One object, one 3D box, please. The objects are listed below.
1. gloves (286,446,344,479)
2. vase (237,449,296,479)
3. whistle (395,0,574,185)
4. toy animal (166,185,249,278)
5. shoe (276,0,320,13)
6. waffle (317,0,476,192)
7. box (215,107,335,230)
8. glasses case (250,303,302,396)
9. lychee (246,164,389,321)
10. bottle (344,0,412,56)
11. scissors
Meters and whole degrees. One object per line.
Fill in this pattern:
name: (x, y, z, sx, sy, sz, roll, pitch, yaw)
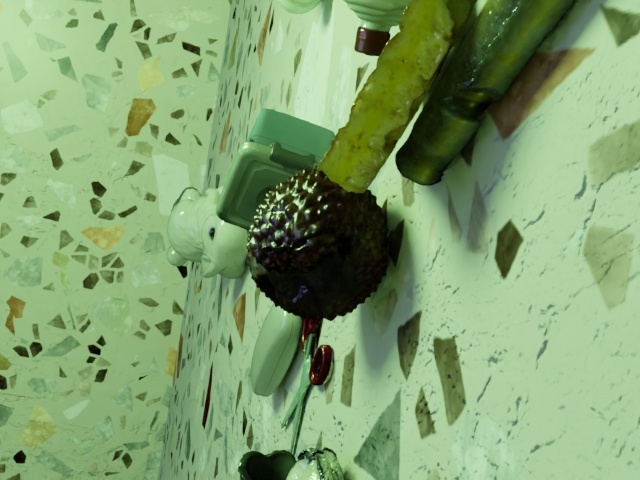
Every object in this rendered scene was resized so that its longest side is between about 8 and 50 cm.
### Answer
gloves: (-0.009, 0.327, 0.886, 0.114, 0.070, 0.153, -102, 25, -64)
vase: (-0.082, 0.439, 1.037, 0.115, 0.115, 0.238, -132, 50, -69)
whistle: (0.150, -0.167, 0.603, 0.326, 0.057, 0.068, 118, 148, -51)
toy animal: (-0.276, -0.010, 1.794, 0.357, 0.193, 0.258, 36, 107, 63)
shoe: (-0.056, -0.550, 1.377, 0.160, 0.131, 0.363, 127, 152, -57)
waffle: (0.091, -0.174, 0.713, 0.229, 0.057, 0.219, -59, 0, 22)
box: (-0.070, -0.100, 1.158, 0.227, 0.162, 0.130, 123, 161, -55)
glasses case: (-0.077, 0.180, 1.204, 0.092, 0.059, 0.233, -97, 22, -44)
lychee: (0.000, 0.000, 0.846, 0.188, 0.187, 0.188, -172, 90, -74)
bottle: (0.087, -0.339, 0.825, 0.104, 0.104, 0.245, -121, 43, -65)
scissors: (-0.027, 0.230, 1.095, 0.144, 0.017, 0.248, -107, 28, -57)
